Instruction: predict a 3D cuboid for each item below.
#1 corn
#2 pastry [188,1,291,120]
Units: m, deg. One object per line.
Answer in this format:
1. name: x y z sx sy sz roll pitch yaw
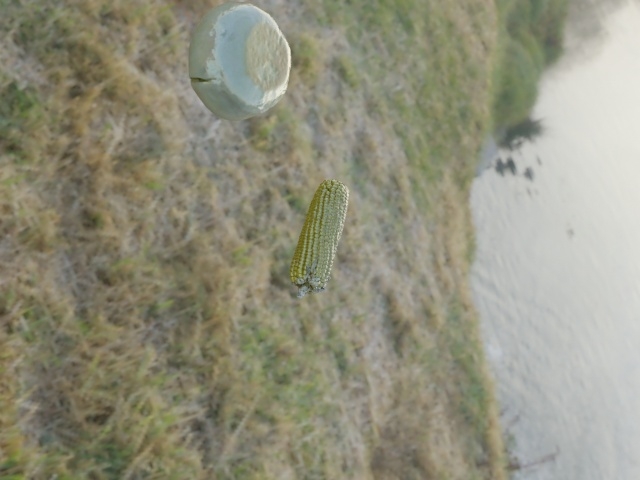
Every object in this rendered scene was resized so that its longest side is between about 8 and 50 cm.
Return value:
1. corn: 0.000 0.000 0.724 0.028 0.027 0.083 39 60 -44
2. pastry: -0.107 -0.237 1.478 0.156 0.092 0.156 4 85 -50
